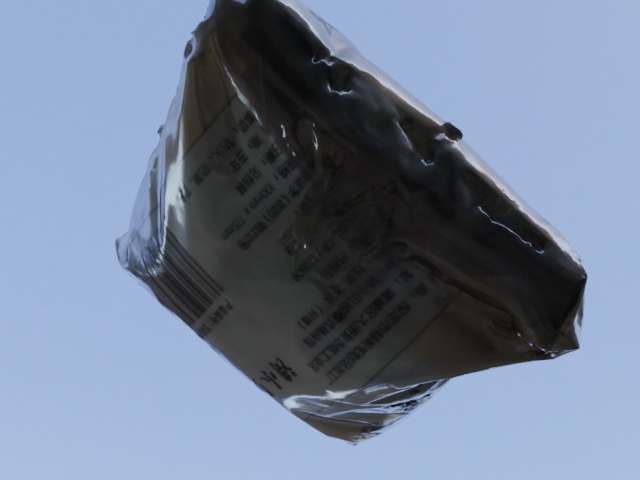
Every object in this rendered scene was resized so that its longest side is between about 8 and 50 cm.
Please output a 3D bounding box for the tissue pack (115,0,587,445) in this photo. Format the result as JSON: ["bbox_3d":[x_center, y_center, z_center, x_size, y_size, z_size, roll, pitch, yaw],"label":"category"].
[{"bbox_3d":[0.000,0.000,1.064,0.390,0.195,0.375,45,-32,0],"label":"tissue pack"}]
